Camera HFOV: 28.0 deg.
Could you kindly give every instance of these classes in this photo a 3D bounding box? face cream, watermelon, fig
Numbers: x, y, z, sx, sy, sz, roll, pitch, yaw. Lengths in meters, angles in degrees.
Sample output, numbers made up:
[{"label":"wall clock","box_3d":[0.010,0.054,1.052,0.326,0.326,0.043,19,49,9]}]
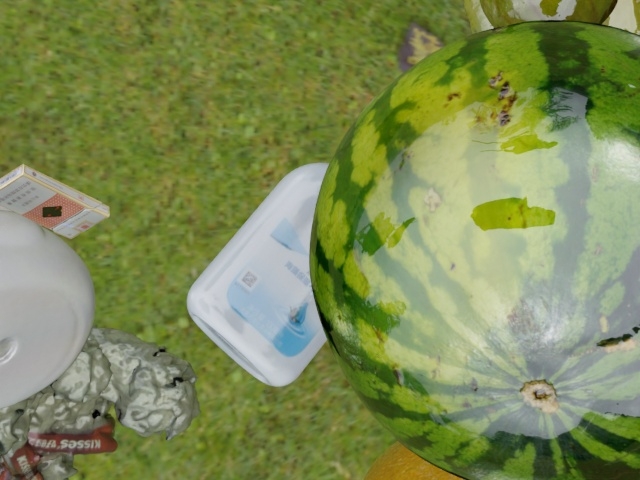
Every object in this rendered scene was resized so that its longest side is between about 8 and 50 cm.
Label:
[{"label":"face cream","box_3d":[0.000,0.000,1.490,0.163,0.080,0.337,45,71,-14]},{"label":"watermelon","box_3d":[0.136,0.010,0.777,0.285,0.285,0.285,1,92,23]},{"label":"fig","box_3d":[0.162,-0.266,1.083,0.124,0.124,0.236,-28,114,21]}]

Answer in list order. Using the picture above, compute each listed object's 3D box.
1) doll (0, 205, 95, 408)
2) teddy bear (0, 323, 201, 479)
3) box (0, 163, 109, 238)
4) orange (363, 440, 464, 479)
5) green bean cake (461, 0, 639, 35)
[{"label":"doll","box_3d":[-0.330,0.037,1.185,0.221,0.251,0.221,7,99,46]},{"label":"teddy bear","box_3d":[-0.382,0.218,1.566,0.357,0.367,0.224,-33,77,25]},{"label":"box","box_3d":[-0.204,-0.028,0.960,0.046,0.083,0.012,-27,51,30]},{"label":"orange","box_3d":[0.182,0.375,1.547,0.322,0.357,0.322,-3,114,-8]},{"label":"green bean cake","box_3d":[0.303,-0.224,1.308,0.285,0.310,0.202,-13,84,21]}]
